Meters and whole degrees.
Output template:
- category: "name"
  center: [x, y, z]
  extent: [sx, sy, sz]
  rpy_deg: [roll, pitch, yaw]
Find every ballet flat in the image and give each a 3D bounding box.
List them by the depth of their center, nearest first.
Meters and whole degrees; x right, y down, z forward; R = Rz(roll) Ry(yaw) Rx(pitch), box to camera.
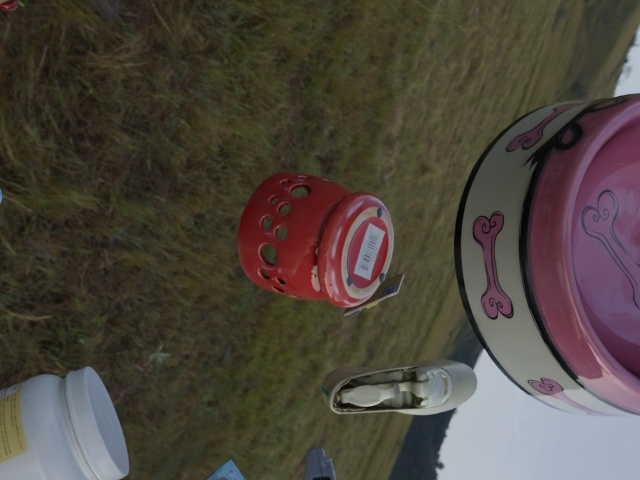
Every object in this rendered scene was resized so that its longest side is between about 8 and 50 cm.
- category: "ballet flat"
  center: [0.125, 0.230, 0.816]
  extent: [0.086, 0.248, 0.086]
  rpy_deg: [-5, 90, -90]

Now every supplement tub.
- category: "supplement tub"
  center: [-0.522, 0.374, 0.890]
  extent: [0.331, 0.241, 0.241]
  rpy_deg: [-21, 152, -16]

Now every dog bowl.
- category: "dog bowl"
  center: [0.374, 0.014, 0.619]
  extent: [0.408, 0.407, 0.150]
  rpy_deg: [-66, -169, -9]

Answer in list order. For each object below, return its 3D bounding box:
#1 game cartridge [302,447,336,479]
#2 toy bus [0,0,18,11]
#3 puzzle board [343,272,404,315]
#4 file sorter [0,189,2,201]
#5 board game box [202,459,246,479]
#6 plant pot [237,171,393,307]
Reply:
- category: "game cartridge"
  center: [0.009, 0.528, 0.869]
  extent: [0.297, 0.062, 0.198]
  rpy_deg: [-108, -156, -57]
- category: "toy bus"
  center: [-0.516, -0.374, 0.741]
  extent: [0.191, 0.104, 0.202]
  rpy_deg: [-48, 163, 21]
- category: "puzzle board"
  center: [0.093, 0.091, 0.891]
  extent: [0.096, 0.011, 0.128]
  rpy_deg: [-25, -177, 16]
- category: "file sorter"
  center: [-0.561, -0.051, 0.736]
  extent: [0.118, 0.104, 0.170]
  rpy_deg: [-50, 172, 20]
- category: "board game box"
  center: [-0.319, 0.588, 1.009]
  extent: [0.336, 0.079, 0.253]
  rpy_deg: [-43, 168, 10]
- category: "plant pot"
  center: [0.000, 0.000, 0.789]
  extent: [0.191, 0.174, 0.191]
  rpy_deg: [-18, 114, -47]
